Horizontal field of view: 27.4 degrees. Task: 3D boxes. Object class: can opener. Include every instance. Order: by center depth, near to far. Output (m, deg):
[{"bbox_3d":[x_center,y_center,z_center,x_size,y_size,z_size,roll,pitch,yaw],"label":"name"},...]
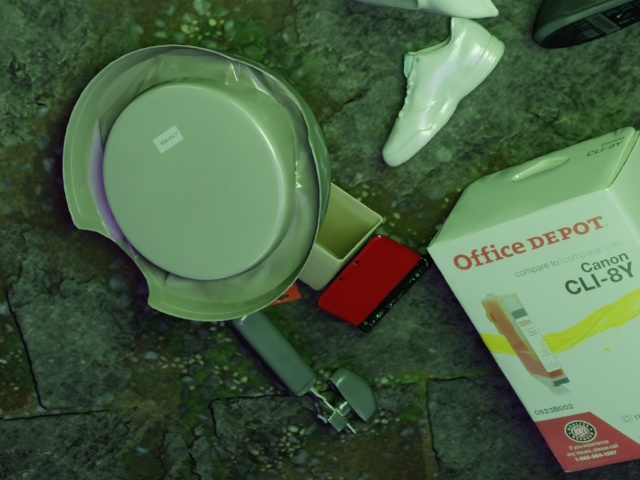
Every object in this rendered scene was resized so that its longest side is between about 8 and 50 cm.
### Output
[{"bbox_3d":[-0.024,0.173,1.893,0.095,0.076,0.283,-44,117,-11],"label":"can opener"}]

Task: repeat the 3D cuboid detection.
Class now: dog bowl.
[{"bbox_3d":[-0.145,-0.079,1.636,0.348,0.102,0.349,6,109,19],"label":"dog bowl"}]

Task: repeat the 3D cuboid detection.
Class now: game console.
[{"bbox_3d":[0.081,0.047,1.788,0.085,0.124,0.144,43,115,1],"label":"game console"}]

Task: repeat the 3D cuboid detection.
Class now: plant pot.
[{"bbox_3d":[0.000,0.000,1.740,0.109,0.109,0.096,34,138,12],"label":"plant pot"}]

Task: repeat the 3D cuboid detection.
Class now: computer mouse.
[{"bbox_3d":[0.375,-0.304,1.555,0.272,0.188,0.072,-18,80,21],"label":"computer mouse"}]

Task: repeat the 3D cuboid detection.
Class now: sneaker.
[{"bbox_3d":[0.132,-0.192,1.657,0.094,0.080,0.212,37,109,-8],"label":"sneaker"}]

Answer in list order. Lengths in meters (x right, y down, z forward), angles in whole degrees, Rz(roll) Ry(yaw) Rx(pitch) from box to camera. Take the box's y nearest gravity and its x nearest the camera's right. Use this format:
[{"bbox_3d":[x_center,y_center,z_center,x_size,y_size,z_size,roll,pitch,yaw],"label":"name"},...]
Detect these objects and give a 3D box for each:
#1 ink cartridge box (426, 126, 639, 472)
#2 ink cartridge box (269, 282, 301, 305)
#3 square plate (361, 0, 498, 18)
[{"bbox_3d":[0.357,0.084,1.686,0.279,0.160,0.385,-20,111,38],"label":"ink cartridge box"},{"bbox_3d":[-0.072,0.049,1.824,0.063,0.029,0.115,-14,121,9],"label":"ink cartridge box"},{"bbox_3d":[-0.001,-0.361,1.393,0.049,0.344,0.347,-47,114,-4],"label":"square plate"}]
